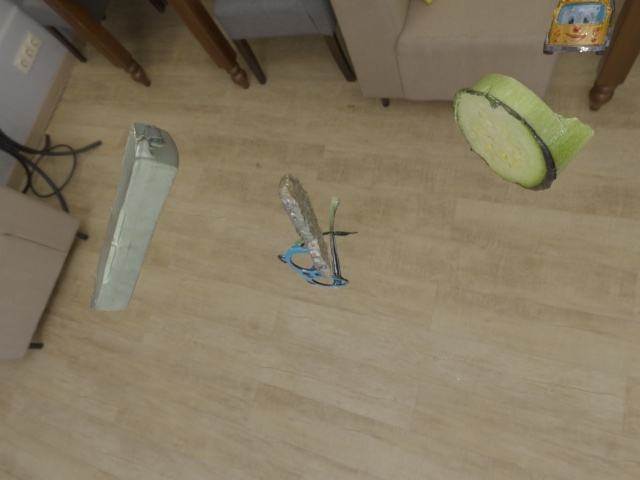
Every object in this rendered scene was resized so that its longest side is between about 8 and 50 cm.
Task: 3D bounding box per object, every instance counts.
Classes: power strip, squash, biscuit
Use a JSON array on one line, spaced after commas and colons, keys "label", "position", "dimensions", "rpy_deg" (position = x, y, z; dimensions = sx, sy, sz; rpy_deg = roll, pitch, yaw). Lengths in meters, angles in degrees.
[{"label": "power strip", "position": [-0.235, -0.011, 0.517], "dimensions": [0.286, 0.048, 0.080], "rpy_deg": [-57, 39, 30]}, {"label": "squash", "position": [0.333, -0.198, 0.701], "dimensions": [0.133, 0.220, 0.220], "rpy_deg": [-46, 65, 8]}, {"label": "biscuit", "position": [-0.028, -0.043, 0.804], "dimensions": [0.032, 0.250, 0.133], "rpy_deg": [-17, 47, 9]}]

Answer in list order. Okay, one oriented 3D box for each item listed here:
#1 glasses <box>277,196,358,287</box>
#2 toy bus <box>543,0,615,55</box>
[{"label": "glasses", "position": [0.026, 0.016, 1.009], "dimensions": [0.102, 0.239, 0.207], "rpy_deg": [33, 85, 36]}, {"label": "toy bus", "position": [0.583, -0.490, 0.940], "dimensions": [0.126, 0.136, 0.209], "rpy_deg": [16, 36, 30]}]
